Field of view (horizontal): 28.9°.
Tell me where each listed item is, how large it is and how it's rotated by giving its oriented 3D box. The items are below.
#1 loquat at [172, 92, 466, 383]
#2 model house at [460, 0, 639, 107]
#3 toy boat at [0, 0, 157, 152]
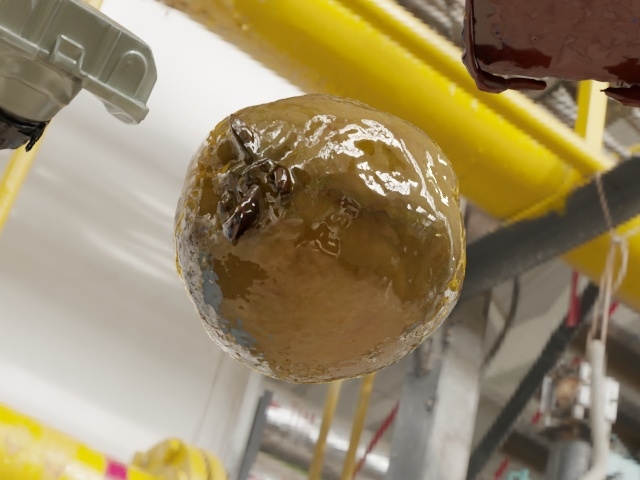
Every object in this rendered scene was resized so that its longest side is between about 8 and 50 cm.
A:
[{"bbox_3d":[0.000,0.000,0.938,0.238,0.193,0.238,-4,-36,-3],"label":"loquat"},{"bbox_3d":[0.165,-0.226,0.672,0.160,0.254,0.196,4,-32,13],"label":"model house"},{"bbox_3d":[-0.212,-0.123,0.784,0.141,0.141,0.269,40,-16,-34],"label":"toy boat"}]
